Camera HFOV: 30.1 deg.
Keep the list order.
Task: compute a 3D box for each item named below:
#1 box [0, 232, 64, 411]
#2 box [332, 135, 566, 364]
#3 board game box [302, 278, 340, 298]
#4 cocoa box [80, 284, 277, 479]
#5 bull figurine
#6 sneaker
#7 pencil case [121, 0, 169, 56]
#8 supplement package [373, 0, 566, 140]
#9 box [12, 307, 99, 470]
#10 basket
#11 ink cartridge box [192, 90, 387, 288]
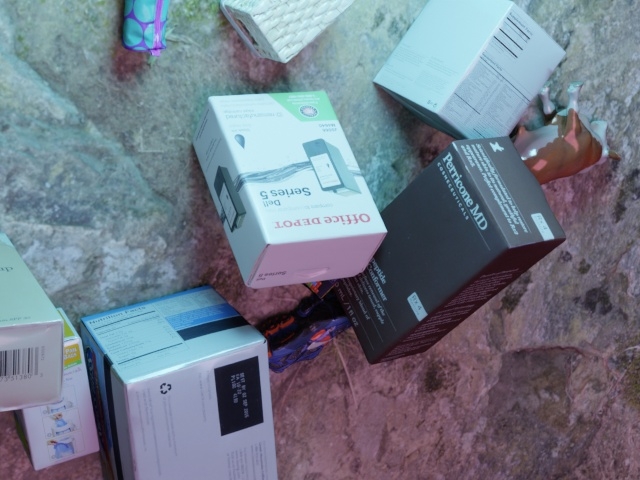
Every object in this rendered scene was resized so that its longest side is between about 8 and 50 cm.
[{"bbox_3d":[-0.452,0.103,1.581,0.148,0.311,0.121,-6,114,-28],"label":"box"},{"bbox_3d":[0.183,0.023,1.856,0.143,0.191,0.381,-8,153,-41],"label":"box"},{"bbox_3d":[0.000,0.000,1.880,0.141,0.170,0.048,-43,124,-6],"label":"board game box"},{"bbox_3d":[-0.216,0.283,1.845,0.232,0.228,0.347,-15,117,-23],"label":"cocoa box"},{"bbox_3d":[0.391,-0.171,2.073,0.310,0.101,0.188,-27,118,-20],"label":"bull figurine"},{"bbox_3d":[-0.012,0.150,2.007,0.221,0.083,0.087,-24,137,-16],"label":"sneaker"},{"bbox_3d":[-0.238,-0.339,1.658,0.065,0.070,0.151,-11,119,-44],"label":"pencil case"},{"bbox_3d":[0.233,-0.273,1.878,0.149,0.194,0.203,33,93,-36],"label":"supplement package"},{"bbox_3d":[-0.408,0.220,1.778,0.103,0.114,0.203,-15,119,-22],"label":"box"},{"bbox_3d":[-0.043,-0.351,1.742,0.167,0.103,0.113,-42,124,-6],"label":"basket"},{"bbox_3d":[-0.049,-0.080,1.748,0.198,0.272,0.114,-7,148,-28],"label":"ink cartridge box"}]
